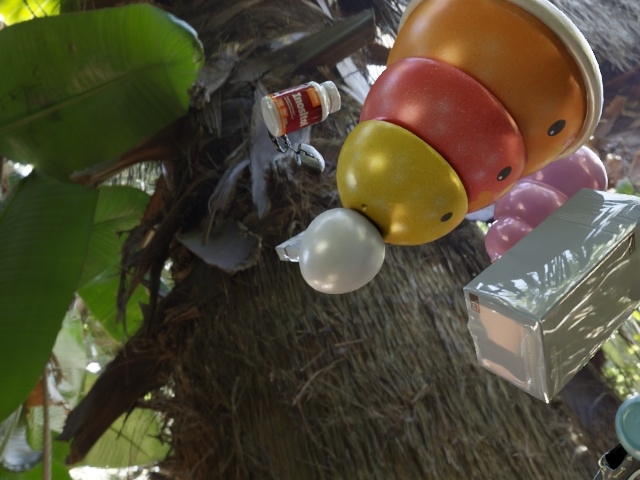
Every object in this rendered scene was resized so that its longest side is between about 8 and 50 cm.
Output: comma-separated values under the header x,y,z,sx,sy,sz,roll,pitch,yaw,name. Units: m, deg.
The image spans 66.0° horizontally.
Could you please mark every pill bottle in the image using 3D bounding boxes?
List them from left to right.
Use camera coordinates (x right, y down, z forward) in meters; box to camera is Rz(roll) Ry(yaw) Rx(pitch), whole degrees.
x,y,z,sx,sy,sz,roll,pitch,yaw,name
-0.040,-0.278,1.023,0.152,0.086,0.086,-24,-38,-16,pill bottle

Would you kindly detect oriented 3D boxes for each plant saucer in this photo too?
x,y,z,sx,sy,sz,roll,pitch,yaw,name
0.564,0.321,0.847,0.021,0.119,0.119,23,-50,-29,plant saucer

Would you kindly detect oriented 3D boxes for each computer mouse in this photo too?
x,y,z,sx,sy,sz,roll,pitch,yaw,name
-0.048,-0.213,1.148,0.041,0.071,0.242,-4,-15,26,computer mouse

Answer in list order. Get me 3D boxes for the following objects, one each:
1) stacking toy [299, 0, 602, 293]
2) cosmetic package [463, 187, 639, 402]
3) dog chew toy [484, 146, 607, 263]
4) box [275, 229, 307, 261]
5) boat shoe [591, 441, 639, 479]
x,y,z,sx,sy,sz,roll,pitch,yaw,name
0.143,-0.108,0.745,0.480,0.351,0.350,-49,-42,-12,stacking toy
0.283,0.053,0.567,0.238,0.107,0.127,-37,-56,-23,cosmetic package
0.492,-0.068,1.114,0.332,0.207,0.206,-50,-41,-14,dog chew toy
0.000,0.000,1.117,0.145,0.186,0.038,-31,-76,-27,box
0.688,0.512,1.135,0.069,0.081,0.227,27,-53,11,boat shoe
